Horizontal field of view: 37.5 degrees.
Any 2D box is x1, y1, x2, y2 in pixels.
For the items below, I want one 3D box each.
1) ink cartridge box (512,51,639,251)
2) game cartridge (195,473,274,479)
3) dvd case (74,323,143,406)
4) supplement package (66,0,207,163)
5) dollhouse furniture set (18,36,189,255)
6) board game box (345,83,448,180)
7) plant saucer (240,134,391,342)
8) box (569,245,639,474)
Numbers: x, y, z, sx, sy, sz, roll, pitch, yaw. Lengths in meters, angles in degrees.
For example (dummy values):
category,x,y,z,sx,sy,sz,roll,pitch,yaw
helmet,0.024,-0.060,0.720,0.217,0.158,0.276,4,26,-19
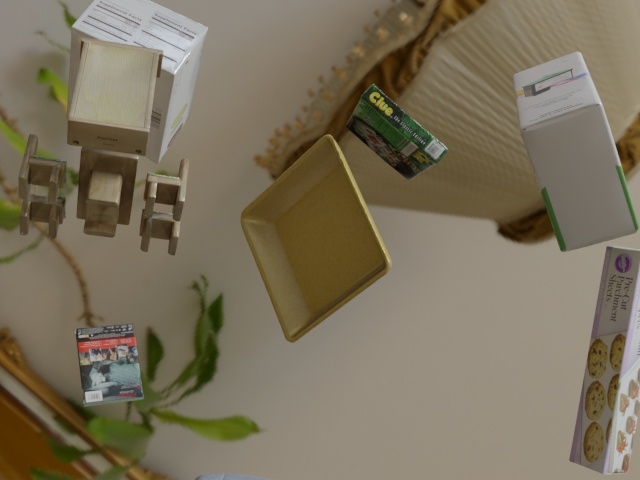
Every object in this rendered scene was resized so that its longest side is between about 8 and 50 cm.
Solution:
category,x,y,z,sx,sy,sz,roll,pitch,yaw
ink cartridge box,0.374,-0.140,1.403,0.117,0.201,0.278,-18,-159,17
game cartridge,-0.126,0.554,1.807,0.062,0.297,0.198,83,21,-53
dvd case,-0.311,0.182,1.387,0.087,0.119,0.013,-5,151,-20
supplement package,-0.350,-0.310,1.777,0.262,0.204,0.145,115,0,-54
dollhouse furniture set,-0.283,-0.122,1.269,0.242,0.212,0.161,110,-17,-48
board game box,0.103,-0.149,1.358,0.030,0.136,0.260,-47,-178,-3
plant saucer,0.000,0.000,2.006,0.081,0.332,0.333,0,149,-47
box,0.427,0.172,1.358,0.067,0.063,0.323,12,-87,52
